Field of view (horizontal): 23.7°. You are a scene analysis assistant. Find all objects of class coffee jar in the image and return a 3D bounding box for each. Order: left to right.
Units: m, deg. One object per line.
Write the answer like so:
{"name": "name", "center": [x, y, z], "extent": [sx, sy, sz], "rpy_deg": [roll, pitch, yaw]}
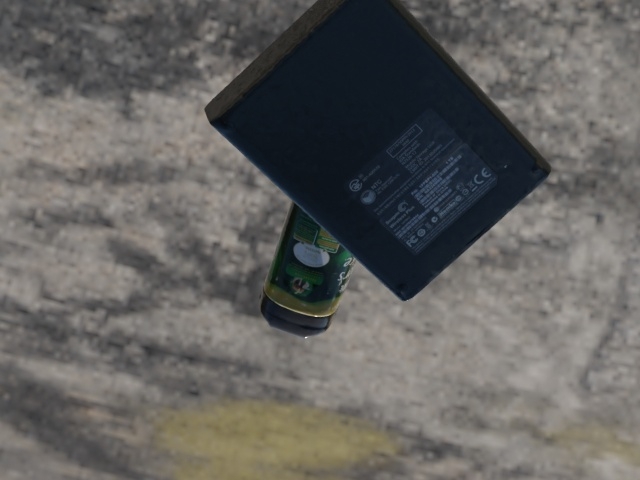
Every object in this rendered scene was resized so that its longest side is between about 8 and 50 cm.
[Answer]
{"name": "coffee jar", "center": [0.000, 0.000, 1.471], "extent": [0.079, 0.096, 0.184], "rpy_deg": [20, 119, 2]}

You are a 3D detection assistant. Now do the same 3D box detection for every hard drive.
{"name": "hard drive", "center": [0.028, -0.045, 0.678], "extent": [0.135, 0.094, 0.022], "rpy_deg": [43, -169, -30]}
